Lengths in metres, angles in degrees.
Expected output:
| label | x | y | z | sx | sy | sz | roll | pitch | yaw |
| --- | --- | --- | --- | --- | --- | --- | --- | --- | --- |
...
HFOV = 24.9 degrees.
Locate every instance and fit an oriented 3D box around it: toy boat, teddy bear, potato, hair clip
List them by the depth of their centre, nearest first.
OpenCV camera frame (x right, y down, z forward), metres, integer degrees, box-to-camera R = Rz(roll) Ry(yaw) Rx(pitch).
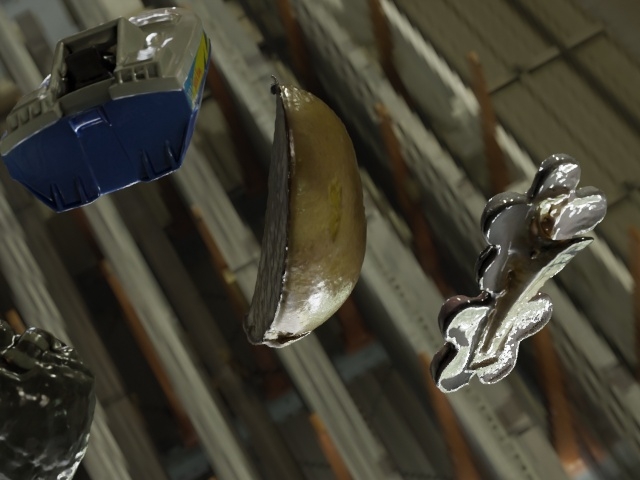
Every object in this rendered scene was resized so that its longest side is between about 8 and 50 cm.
| label | x | y | z | sx | sy | sz | roll | pitch | yaw |
| --- | --- | --- | --- | --- | --- | --- | --- | --- | --- |
| toy boat | -0.140 | -0.119 | 1.024 | 0.295 | 0.129 | 0.088 | -90 | 159 | -68 |
| teddy bear | -0.301 | 0.114 | 1.239 | 0.251 | 0.171 | 0.144 | 34 | 8 | -39 |
| potato | 0.002 | -0.002 | 1.242 | 0.120 | 0.100 | 0.261 | -112 | -154 | -52 |
| hair clip | 0.176 | 0.037 | 1.290 | 0.075 | 0.146 | 0.257 | 50 | -45 | 27 |
